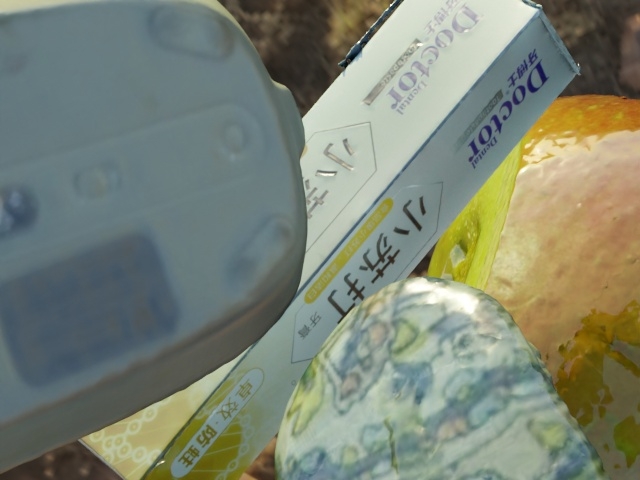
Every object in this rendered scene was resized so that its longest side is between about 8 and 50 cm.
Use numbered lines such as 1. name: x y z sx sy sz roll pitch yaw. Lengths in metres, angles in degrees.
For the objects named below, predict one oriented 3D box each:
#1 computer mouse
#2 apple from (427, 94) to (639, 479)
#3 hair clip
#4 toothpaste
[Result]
1. computer mouse: -0.148 -0.003 0.817 0.095 0.331 0.197 -8 97 53
2. apple: 0.210 0.096 1.396 0.384 0.374 0.374 25 81 42
3. hair clip: 0.050 0.103 0.330 0.066 0.036 0.229 -37 64 18
4. toothpaste: 0.000 0.000 1.015 0.313 0.071 0.089 -50 47 -7
